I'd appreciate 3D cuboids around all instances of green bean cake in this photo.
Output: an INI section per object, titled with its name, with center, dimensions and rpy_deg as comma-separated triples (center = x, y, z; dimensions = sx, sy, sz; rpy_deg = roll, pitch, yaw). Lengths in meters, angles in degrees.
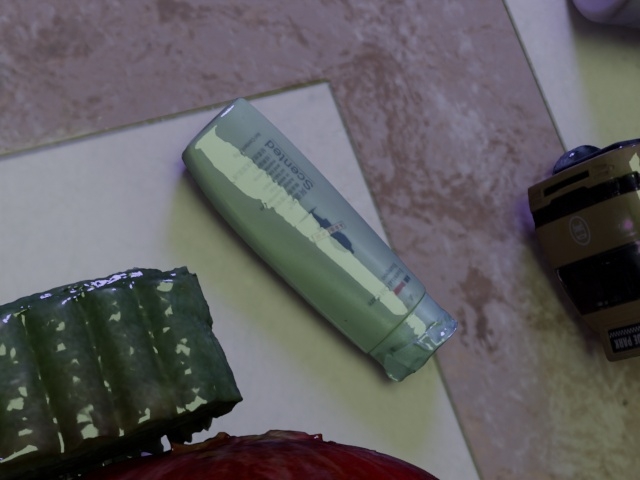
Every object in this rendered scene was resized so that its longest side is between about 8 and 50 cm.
[green bean cake]
center = -0.151, 0.086, 0.797
dimensions = 0.173, 0.181, 0.094
rpy_deg = -16, 78, -23

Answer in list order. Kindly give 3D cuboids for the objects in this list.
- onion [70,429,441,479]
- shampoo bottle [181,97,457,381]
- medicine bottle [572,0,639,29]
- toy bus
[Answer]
[onion]
center = -0.021, 0.244, 0.736
dimensions = 0.341, 0.341, 0.341
rpy_deg = 7, 71, -20
[shampoo bottle]
center = 0.000, 0.000, 0.958
dimensions = 0.212, 0.049, 0.072
rpy_deg = 43, 59, -4
[medicine bottle]
center = 0.325, -0.217, 1.112
dimensions = 0.249, 0.133, 0.133
rpy_deg = 3, 72, -21
[toy bus]
center = 0.302, -0.017, 1.038
dimensions = 0.289, 0.139, 0.157
rpy_deg = -10, 82, -28
